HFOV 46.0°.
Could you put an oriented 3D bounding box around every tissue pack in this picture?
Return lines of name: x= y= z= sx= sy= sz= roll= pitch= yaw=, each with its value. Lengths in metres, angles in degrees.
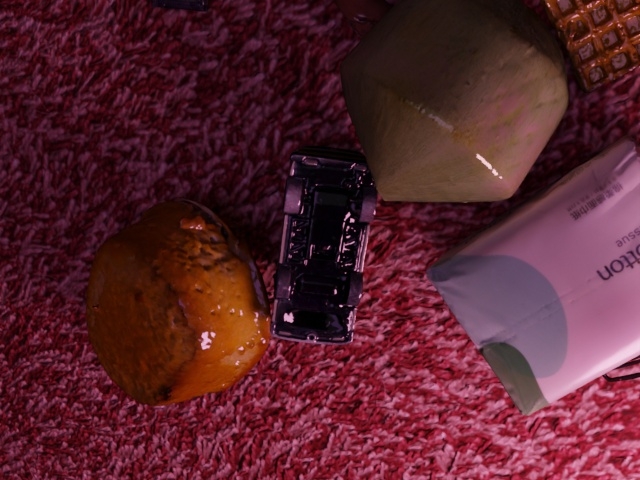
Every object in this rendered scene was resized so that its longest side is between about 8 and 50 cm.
tissue pack: x=0.376 y=0.050 z=1.114 sx=0.356 sy=0.194 sz=0.266 roll=-36 pitch=86 yaw=24

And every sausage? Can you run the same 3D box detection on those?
sausage: x=0.034 y=-0.396 z=1.112 sx=0.078 sy=0.078 sz=0.304 roll=-28 pitch=123 yaw=23

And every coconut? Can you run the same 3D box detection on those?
coconut: x=0.180 y=-0.192 z=1.070 sx=0.328 sy=0.281 sz=0.328 roll=-4 pitch=102 yaw=-19

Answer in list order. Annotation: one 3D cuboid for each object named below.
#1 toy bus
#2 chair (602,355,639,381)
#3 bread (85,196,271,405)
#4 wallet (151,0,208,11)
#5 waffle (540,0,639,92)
toy bus: x=0.000 y=0.000 z=1.237 sx=0.143 sy=0.179 sz=0.305 roll=6 pitch=108 yaw=-5
chair: x=0.522 y=0.153 z=1.170 sx=0.084 sy=0.101 sz=0.212 roll=55 pitch=151 yaw=-1
bread: x=-0.257 y=0.118 z=1.319 sx=0.337 sy=0.204 sz=0.358 roll=44 pitch=126 yaw=12
wallet: x=-0.233 y=-0.473 z=1.265 sx=0.111 sy=0.030 sz=0.166 roll=12 pitch=107 yaw=20
waffle: x=0.404 y=-0.338 z=1.072 sx=0.160 sy=0.055 sz=0.211 roll=-27 pitch=96 yaw=22
